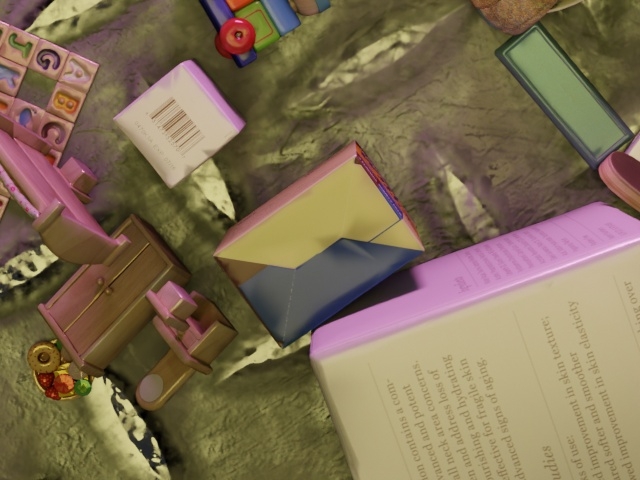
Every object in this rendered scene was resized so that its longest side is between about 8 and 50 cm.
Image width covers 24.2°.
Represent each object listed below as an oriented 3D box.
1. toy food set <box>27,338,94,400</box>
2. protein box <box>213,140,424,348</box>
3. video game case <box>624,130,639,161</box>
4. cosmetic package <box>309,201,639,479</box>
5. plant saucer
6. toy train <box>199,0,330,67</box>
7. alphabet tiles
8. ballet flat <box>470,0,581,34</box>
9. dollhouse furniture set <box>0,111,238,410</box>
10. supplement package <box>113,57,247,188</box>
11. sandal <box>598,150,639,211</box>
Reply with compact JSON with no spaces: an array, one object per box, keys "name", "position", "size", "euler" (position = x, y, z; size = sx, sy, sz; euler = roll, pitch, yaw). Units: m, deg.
[{"name":"toy food set","position":[-0.322,0.161,1.868],"size":[0.083,0.020,0.083],"euler":[-11,98,2]},{"name":"protein box","position":[0.000,0.000,1.748],"size":[0.200,0.201,0.136],"euler":[-35,96,6]},{"name":"video game case","position":[0.487,-0.098,1.818],"size":[0.201,0.023,0.183],"euler":[35,98,-4]},{"name":"cosmetic package","position":[0.223,0.181,1.710],"size":[0.394,0.327,0.329],"euler":[-19,97,3]},{"name":"plant saucer","position":[0.297,-0.177,1.812],"size":[0.067,0.018,0.192],"euler":[-41,97,6]},{"name":"toy train","position":[-0.104,-0.341,1.756],"size":[0.143,0.105,0.248],"euler":[-31,97,-5]},{"name":"alphabet tiles","position":[-0.407,-0.147,1.830],"size":[0.198,0.009,0.237],"euler":[23,98,-3]},{"name":"ballet flat","position":[0.332,-0.360,1.746],"size":[0.348,0.123,0.123],"euler":[-34,97,5]},{"name":"dollhouse furniture set","position":[-0.311,0.026,1.675],"size":[0.174,0.355,0.303],"euler":[-47,57,6]},{"name":"supplement package","position":[-0.160,-0.140,1.741],"size":[0.105,0.179,0.105],"euler":[-40,96,6]},{"name":"sandal","position":[0.419,-0.004,1.798],"size":[0.240,0.088,0.079],"euler":[41,129,1]}]
